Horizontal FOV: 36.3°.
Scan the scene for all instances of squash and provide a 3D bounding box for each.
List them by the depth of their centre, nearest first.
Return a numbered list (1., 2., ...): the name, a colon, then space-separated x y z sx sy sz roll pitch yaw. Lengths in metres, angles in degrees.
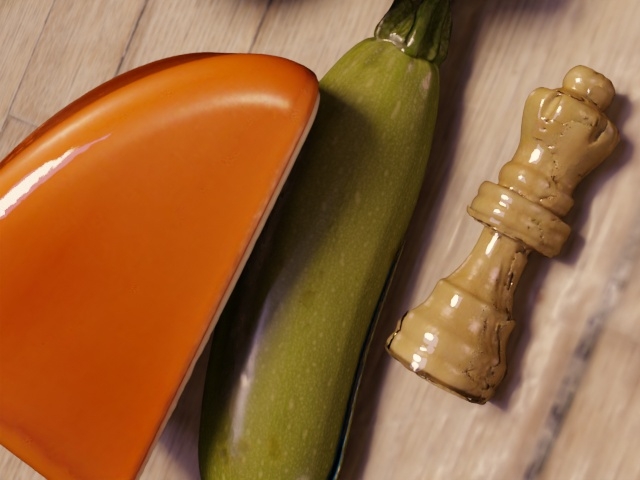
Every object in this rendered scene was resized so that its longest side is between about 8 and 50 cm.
1. squash: 0.000 0.000 0.552 0.094 0.094 0.341 12 84 46

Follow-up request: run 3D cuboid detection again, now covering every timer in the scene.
1. timer: -0.113 -0.015 0.588 0.250 0.161 0.257 -49 17 0

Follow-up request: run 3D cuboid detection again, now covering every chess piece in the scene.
1. chess piece: 0.097 -0.007 0.484 0.060 0.060 0.172 32 95 46
